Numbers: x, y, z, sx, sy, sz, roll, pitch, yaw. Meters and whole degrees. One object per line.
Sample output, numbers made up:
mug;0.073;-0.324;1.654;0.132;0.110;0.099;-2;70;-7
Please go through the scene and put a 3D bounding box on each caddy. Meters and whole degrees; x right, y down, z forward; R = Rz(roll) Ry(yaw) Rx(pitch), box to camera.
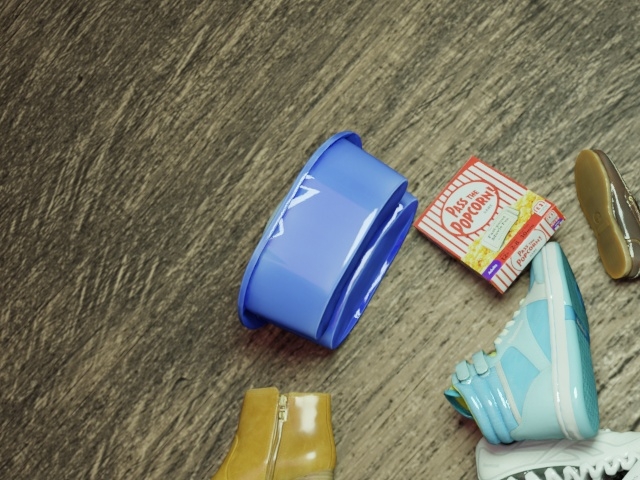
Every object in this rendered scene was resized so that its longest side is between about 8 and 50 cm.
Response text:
caddy;0.000;0.000;1.587;0.179;0.241;0.341;28;84;19

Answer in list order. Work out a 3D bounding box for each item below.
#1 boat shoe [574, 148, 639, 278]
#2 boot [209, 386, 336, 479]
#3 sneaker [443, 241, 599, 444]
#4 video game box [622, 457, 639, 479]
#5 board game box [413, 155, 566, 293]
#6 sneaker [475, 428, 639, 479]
boat shoe;0.439;-0.040;1.552;0.073;0.073;0.207;-5;72;-23
boot;-0.119;0.337;1.610;0.295;0.104;0.211;-8;67;11
sneaker;0.274;0.148;1.493;0.208;0.127;0.319;-16;44;23
video game box;0.470;0.373;1.375;0.187;0.048;0.205;39;89;-10
board game box;0.252;-0.027;1.578;0.147;0.045;0.193;-50;42;-1
sneaker;0.355;0.296;1.461;0.292;0.110;0.118;-16;61;13
